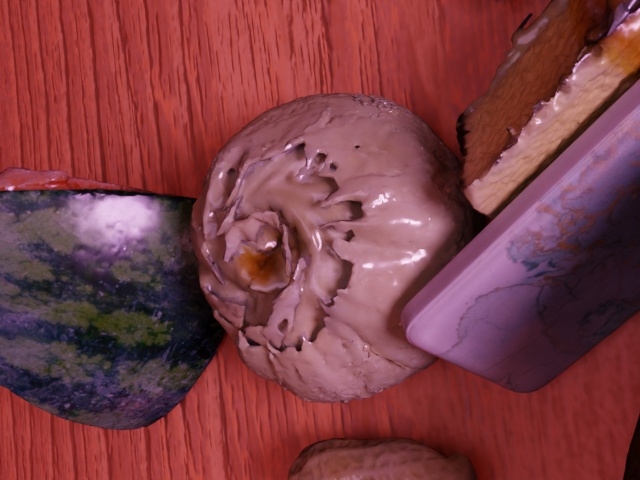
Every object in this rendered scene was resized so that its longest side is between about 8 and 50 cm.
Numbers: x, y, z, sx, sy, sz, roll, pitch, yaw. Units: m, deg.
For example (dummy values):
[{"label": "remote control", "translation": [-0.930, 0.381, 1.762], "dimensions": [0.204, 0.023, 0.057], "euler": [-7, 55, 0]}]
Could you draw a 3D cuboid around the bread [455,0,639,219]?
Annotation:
[{"label": "bread", "translation": [0.198, -0.128, 0.464], "dimensions": [0.266, 0.141, 0.178], "euler": [-47, 24, 27]}]

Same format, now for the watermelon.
[{"label": "watermelon", "translation": [-0.257, 0.058, 0.733], "dimensions": [0.292, 0.283, 0.251], "euler": [-4, 71, 60]}]

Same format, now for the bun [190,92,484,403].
[{"label": "bun", "translation": [0.000, 0.000, 0.577], "dimensions": [0.259, 0.152, 0.260], "euler": [0, 90, 37]}]

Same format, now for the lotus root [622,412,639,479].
[{"label": "lotus root", "translation": [0.300, 0.055, 0.321], "dimensions": [0.250, 0.250, 0.346], "euler": [23, 102, 32]}]

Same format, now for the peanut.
[{"label": "peanut", "translation": [0.048, 0.203, 0.585], "dimensions": [0.174, 0.080, 0.080], "euler": [-12, 83, 34]}]

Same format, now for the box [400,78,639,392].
[{"label": "box", "translation": [0.189, -0.008, 0.459], "dimensions": [0.285, 0.142, 0.044], "euler": [-48, 31, 25]}]
